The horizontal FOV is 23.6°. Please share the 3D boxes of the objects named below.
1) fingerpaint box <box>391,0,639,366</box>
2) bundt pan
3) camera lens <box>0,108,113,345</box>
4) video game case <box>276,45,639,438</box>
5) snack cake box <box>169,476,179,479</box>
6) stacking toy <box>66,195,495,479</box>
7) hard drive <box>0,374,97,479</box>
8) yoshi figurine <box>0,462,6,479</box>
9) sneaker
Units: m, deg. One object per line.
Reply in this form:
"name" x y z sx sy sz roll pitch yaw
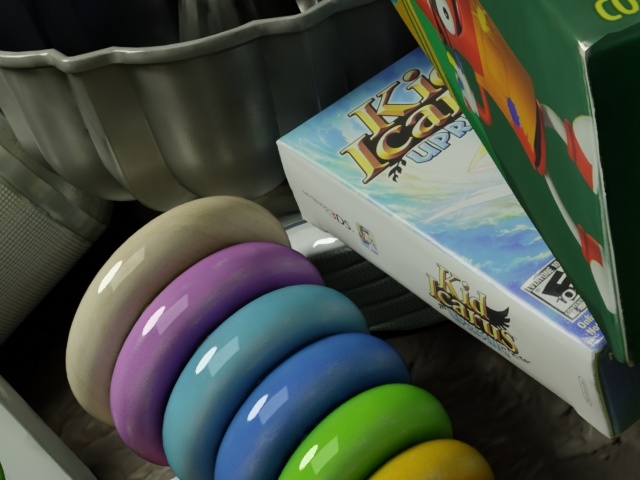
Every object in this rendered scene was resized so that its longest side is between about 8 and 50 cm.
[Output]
"fingerpaint box" 0.249 -0.195 0.665 0.444 0.163 0.371 -20 42 -3
"bundt pan" -0.048 -0.122 0.945 0.330 0.124 0.331 -11 27 5
"camera lens" -0.298 -0.007 1.067 0.274 0.219 0.219 -48 40 -1
"video game case" 0.153 -0.057 0.759 0.269 0.061 0.244 -35 39 -17
"snack cake box" -0.135 0.259 0.809 0.264 0.089 0.152 -33 40 16
"stacking toy" 0.026 0.121 0.724 0.330 0.141 0.141 40 88 30
"hard drive" -0.317 0.184 0.958 0.307 0.203 0.040 -42 5 6
"yoshi figurine" -0.169 0.175 0.708 0.203 0.204 0.362 -45 34 -24
"sneaker" 0.000 0.000 0.897 0.258 0.094 0.091 -11 51 34
